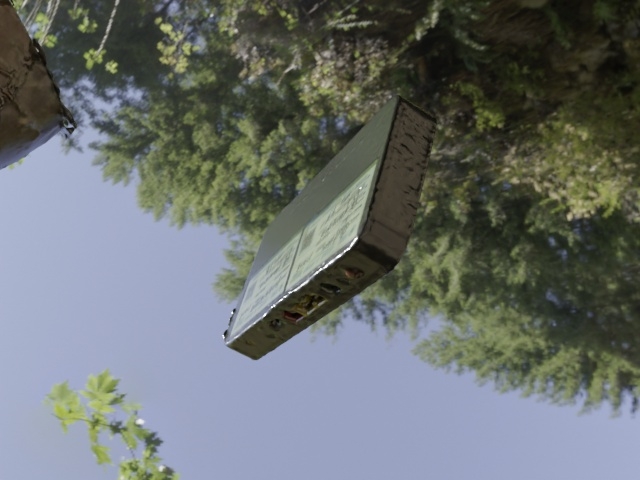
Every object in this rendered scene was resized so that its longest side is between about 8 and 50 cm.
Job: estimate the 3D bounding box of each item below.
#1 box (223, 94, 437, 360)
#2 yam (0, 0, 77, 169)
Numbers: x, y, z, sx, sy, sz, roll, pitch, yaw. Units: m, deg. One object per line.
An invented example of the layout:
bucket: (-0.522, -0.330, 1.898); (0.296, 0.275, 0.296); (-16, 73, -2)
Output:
box: (0.000, 0.000, 0.801); (0.058, 0.350, 0.211); (29, -126, -17)
yam: (-0.268, -0.045, 0.357); (0.280, 0.131, 0.131); (-41, -75, -29)
